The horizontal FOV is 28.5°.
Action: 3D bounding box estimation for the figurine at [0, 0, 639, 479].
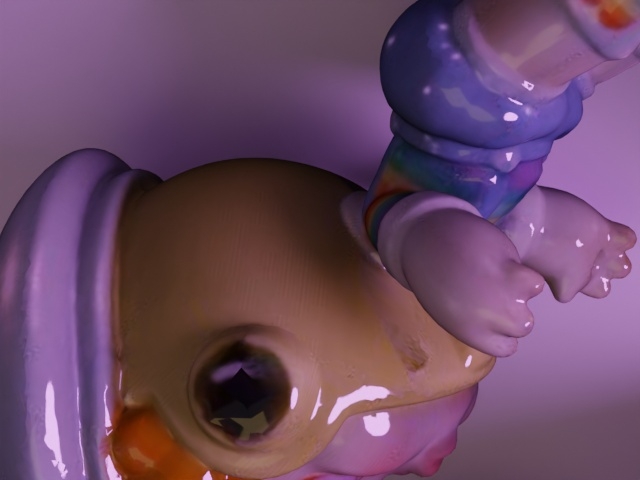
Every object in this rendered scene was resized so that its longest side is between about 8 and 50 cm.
[{"bbox_3d":[0.013,-0.006,0.523,0.382,0.224,0.205,-41,81,10],"label":"figurine"}]
